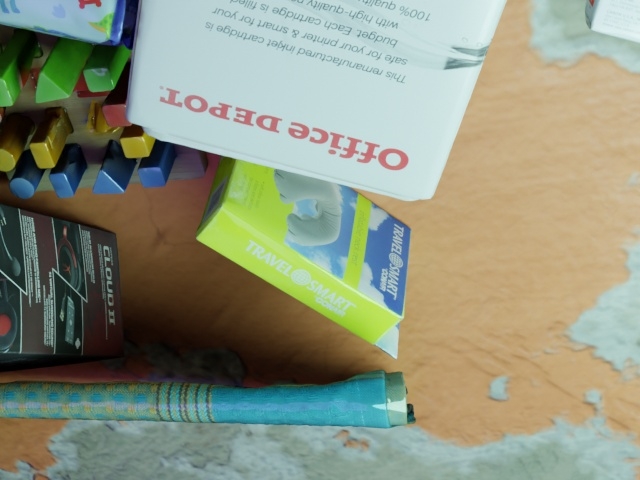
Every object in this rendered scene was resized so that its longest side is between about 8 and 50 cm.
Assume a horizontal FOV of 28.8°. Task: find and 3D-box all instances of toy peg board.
[{"bbox_3d":[-0.184,-0.087,0.900,0.161,0.079,0.160,-4,129,14],"label":"toy peg board"}]

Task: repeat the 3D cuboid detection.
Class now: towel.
[{"bbox_3d":[-0.112,0.122,0.972,0.370,0.040,0.271,1,172,5],"label":"towel"}]

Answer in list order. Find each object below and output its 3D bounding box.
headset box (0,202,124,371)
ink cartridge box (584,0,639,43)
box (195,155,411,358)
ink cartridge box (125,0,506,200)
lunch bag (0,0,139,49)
[{"bbox_3d":[-0.294,0.045,0.930,0.218,0.110,0.293,-7,172,15],"label":"headset box"},{"bbox_3d":[0.257,-0.199,0.762,0.145,0.045,0.179,14,113,-1],"label":"ink cartridge box"},{"bbox_3d":[0.000,0.000,0.920,0.178,0.109,0.042,32,126,-17],"label":"box"},{"bbox_3d":[0.010,-0.187,0.750,0.211,0.121,0.289,15,131,-3],"label":"ink cartridge box"},{"bbox_3d":[-0.168,-0.206,0.780,0.129,0.096,0.151,12,95,-2],"label":"lunch bag"}]
